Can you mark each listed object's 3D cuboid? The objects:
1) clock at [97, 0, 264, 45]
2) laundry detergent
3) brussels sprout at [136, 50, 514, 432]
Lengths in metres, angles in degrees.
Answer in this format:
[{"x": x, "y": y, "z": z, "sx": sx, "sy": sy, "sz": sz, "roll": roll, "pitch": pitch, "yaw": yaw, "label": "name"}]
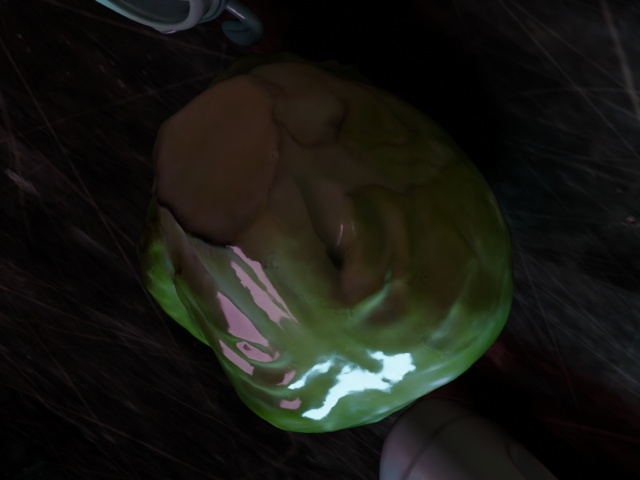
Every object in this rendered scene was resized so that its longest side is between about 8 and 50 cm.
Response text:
[{"x": -0.106, "y": -0.184, "z": 1.053, "sx": 0.188, "sy": 0.060, "sz": 0.148, "roll": 34, "pitch": 160, "yaw": 10, "label": "clock"}, {"x": 0.212, "y": 0.298, "z": 1.364, "sx": 0.398, "sy": 0.125, "sz": 0.264, "roll": 41, "pitch": 163, "yaw": 39, "label": "laundry detergent"}, {"x": 0.000, "y": 0.000, "z": 1.089, "sx": 0.244, "sy": 0.244, "sz": 0.244, "roll": 33, "pitch": 160, "yaw": 13, "label": "brussels sprout"}]
